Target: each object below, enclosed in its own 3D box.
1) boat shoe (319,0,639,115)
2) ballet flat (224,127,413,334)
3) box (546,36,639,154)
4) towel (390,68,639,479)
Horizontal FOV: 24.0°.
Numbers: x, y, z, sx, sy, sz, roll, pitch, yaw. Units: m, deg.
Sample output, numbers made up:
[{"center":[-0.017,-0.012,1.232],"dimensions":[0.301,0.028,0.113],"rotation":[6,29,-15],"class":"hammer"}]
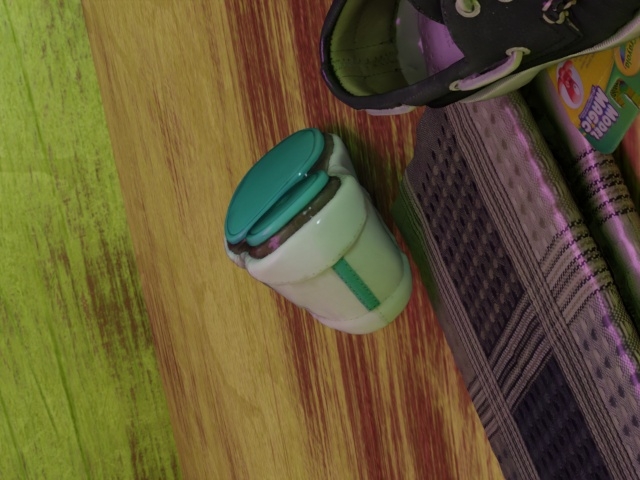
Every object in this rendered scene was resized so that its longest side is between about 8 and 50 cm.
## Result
[{"center":[0.078,-0.124,0.707],"dimensions":[0.302,0.091,0.114],"rotation":[131,124,-68],"class":"boat shoe"},{"center":[0.000,0.000,1.224],"dimensions":[0.400,0.139,0.139],"rotation":[-118,15,-80],"class":"ballet flat"},{"center":[0.132,-0.141,0.757],"dimensions":[0.105,0.043,0.179],"rotation":[108,146,-64],"class":"box"},{"center":[0.140,0.045,0.938],"dimensions":[0.312,0.056,0.324],"rotation":[101,148,-67],"class":"towel"}]
